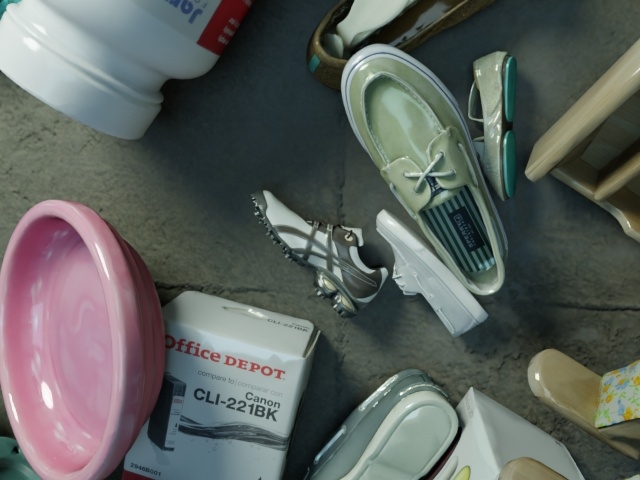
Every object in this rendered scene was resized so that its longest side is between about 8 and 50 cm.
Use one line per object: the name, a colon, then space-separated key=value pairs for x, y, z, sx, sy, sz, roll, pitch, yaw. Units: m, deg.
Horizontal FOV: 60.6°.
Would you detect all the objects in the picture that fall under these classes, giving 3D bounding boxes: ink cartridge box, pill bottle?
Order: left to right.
pill bottle: x=-0.158 y=-0.320 z=0.552 sx=0.229 sy=0.229 sz=0.408 roll=35 pitch=103 yaw=0
ink cartridge box: x=-0.129 y=0.226 z=0.707 sx=0.196 sy=0.114 sz=0.273 roll=14 pitch=101 yaw=5

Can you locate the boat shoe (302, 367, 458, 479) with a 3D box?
boat shoe: x=0.049 y=0.296 z=0.710 sx=0.116 sy=0.099 sz=0.320 roll=34 pitch=105 yaw=-17

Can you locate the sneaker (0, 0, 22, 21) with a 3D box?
sneaker: x=-0.436 y=-0.287 z=0.655 sx=0.274 sy=0.110 sz=0.107 roll=-1 pitch=100 yaw=7

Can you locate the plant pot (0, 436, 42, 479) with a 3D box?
plant pot: x=-0.479 y=0.402 z=0.709 sx=0.235 sy=0.293 sz=0.293 roll=-37 pitch=94 yaw=0

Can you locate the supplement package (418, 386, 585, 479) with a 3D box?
supplement package: x=0.194 y=0.327 z=0.642 sx=0.149 sy=0.194 sz=0.203 roll=32 pitch=102 yaw=0

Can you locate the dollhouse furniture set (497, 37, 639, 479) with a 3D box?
dollhouse furniture set: x=0.306 y=0.041 z=0.467 sx=0.256 sy=0.394 sz=0.362 roll=32 pitch=144 yaw=0

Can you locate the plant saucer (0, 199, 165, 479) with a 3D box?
plant saucer: x=-0.291 y=0.119 z=0.661 sx=0.331 sy=0.084 sz=0.333 roll=1 pitch=91 yaw=42

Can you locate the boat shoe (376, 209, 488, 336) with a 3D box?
boat shoe: x=0.124 y=0.043 z=0.671 sx=0.063 sy=0.066 sz=0.184 roll=-43 pitch=102 yaw=12

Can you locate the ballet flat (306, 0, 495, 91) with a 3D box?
ballet flat: x=0.123 y=-0.285 z=0.575 sx=0.342 sy=0.124 sz=0.116 roll=-33 pitch=93 yaw=12

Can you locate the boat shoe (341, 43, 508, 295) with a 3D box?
boat shoe: x=0.127 y=-0.071 z=0.588 sx=0.109 sy=0.094 sz=0.302 roll=-32 pitch=112 yaw=18

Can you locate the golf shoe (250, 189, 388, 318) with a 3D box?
golf shoe: x=0.000 y=0.000 z=0.677 sx=0.094 sy=0.077 sz=0.198 roll=-42 pitch=100 yaw=2

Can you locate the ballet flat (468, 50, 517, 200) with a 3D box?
ballet flat: x=0.200 y=-0.131 z=0.638 sx=0.052 sy=0.057 sz=0.169 roll=3 pitch=98 yaw=35
